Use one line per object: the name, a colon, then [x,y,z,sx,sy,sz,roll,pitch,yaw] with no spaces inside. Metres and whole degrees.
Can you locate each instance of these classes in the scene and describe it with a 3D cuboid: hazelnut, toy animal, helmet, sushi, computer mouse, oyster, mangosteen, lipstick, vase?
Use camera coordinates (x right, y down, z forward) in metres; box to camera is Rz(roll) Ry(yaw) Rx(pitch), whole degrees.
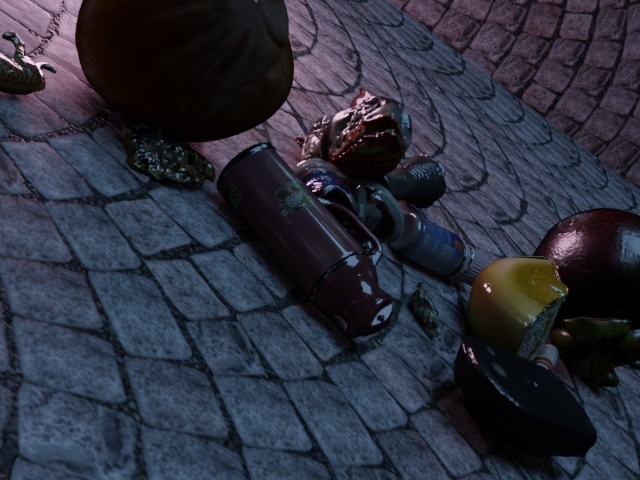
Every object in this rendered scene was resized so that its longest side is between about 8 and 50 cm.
hazelnut: [-0.191,-0.314,1.540,0.315,0.372,0.372,-38,77,-29]
toy animal: [-0.437,-0.233,1.368,0.241,0.057,0.099,4,49,-58]
helmet: [0.093,-0.287,2.300,0.111,0.057,0.089,51,-13,45]
sushi: [0.061,-0.170,1.809,0.124,0.332,0.129,24,68,-24]
computer mouse: [0.295,0.250,1.563,0.269,0.100,0.170,26,25,-37]
oyster: [-0.218,-0.124,1.507,0.148,0.051,0.103,24,30,-41]
mangosteen: [0.554,0.092,2.029,0.330,0.330,0.330,34,23,-17]
lipstick: [0.406,0.225,1.869,0.038,0.038,0.131,44,22,7]
vase: [0.153,-0.111,2.019,0.115,0.115,0.237,48,25,17]
oyster: [0.178,0.118,1.727,0.098,0.037,0.100,65,6,10]

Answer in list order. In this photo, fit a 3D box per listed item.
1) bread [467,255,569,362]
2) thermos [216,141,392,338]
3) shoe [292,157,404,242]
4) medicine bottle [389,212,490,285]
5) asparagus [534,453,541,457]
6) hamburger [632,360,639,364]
bread: [0.339,0.120,1.828,0.156,0.158,0.261,32,33,24]
thermos: [-0.006,0.006,1.522,0.330,0.109,0.136,49,26,20]
shoe: [0.053,-0.051,1.731,0.228,0.099,0.125,26,18,-20]
medicine bottle: [0.223,0.022,1.901,0.203,0.083,0.083,28,25,-33]
asparagus: [0.348,0.303,1.665,0.016,0.016,0.163,14,22,5]
hamburger: [0.692,0.220,2.306,0.133,0.062,0.140,19,28,-44]
